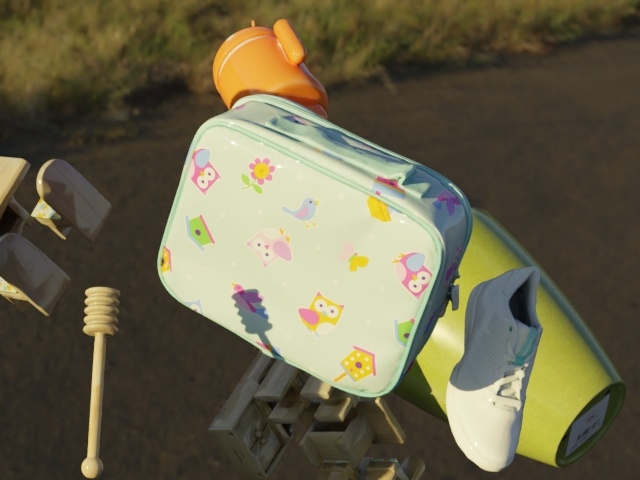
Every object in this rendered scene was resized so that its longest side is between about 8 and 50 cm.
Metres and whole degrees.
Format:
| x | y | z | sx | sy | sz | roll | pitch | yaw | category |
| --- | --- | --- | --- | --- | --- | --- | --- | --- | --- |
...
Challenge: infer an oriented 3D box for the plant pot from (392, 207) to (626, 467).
| x | y | z | sx | sy | sz | roll | pitch | yaw | category |
| --- | --- | --- | --- | --- | --- | --- | --- | --- | --- |
| 0.239 | 0.149 | 1.934 | 0.293 | 0.274 | 0.275 | 39 | 32 | 30 | plant pot |

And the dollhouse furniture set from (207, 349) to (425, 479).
| x | y | z | sx | sy | sz | roll | pitch | yaw | category |
| --- | --- | --- | --- | --- | --- | --- | --- | --- | --- |
| 0.004 | 0.217 | 1.922 | 0.242 | 0.212 | 0.161 | -6 | 36 | 38 | dollhouse furniture set |

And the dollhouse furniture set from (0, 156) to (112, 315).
| x | y | z | sx | sy | sz | roll | pitch | yaw | category |
| --- | --- | --- | --- | --- | --- | --- | --- | --- | --- |
| -0.586 | 0.019 | 2.221 | 0.362 | 0.394 | 0.256 | 6 | -30 | 40 | dollhouse furniture set |

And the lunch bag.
| x | y | z | sx | sy | sz | roll | pitch | yaw | category |
| --- | --- | --- | --- | --- | --- | --- | --- | --- | --- |
| 0.000 | 0.000 | 1.391 | 0.279 | 0.224 | 0.108 | 26 | 28 | 14 | lunch bag |

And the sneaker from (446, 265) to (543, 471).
| x | y | z | sx | sy | sz | roll | pitch | yaw | category |
| --- | --- | --- | --- | --- | --- | --- | --- | --- | --- |
| 0.183 | 0.120 | 1.486 | 0.080 | 0.094 | 0.212 | 21 | 58 | -24 | sneaker |

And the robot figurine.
| x | y | z | sx | sy | sz | roll | pitch | yaw | category |
| --- | --- | --- | --- | --- | --- | --- | --- | --- | --- |
| -0.072 | -0.209 | 2.067 | 0.128 | 0.158 | 0.219 | -26 | 49 | -8 | robot figurine |

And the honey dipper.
| x | y | z | sx | sy | sz | roll | pitch | yaw | category |
| --- | --- | --- | --- | --- | --- | --- | --- | --- | --- |
| -0.187 | 0.119 | 1.255 | 0.030 | 0.160 | 0.030 | 1 | -18 | 0 | honey dipper |
